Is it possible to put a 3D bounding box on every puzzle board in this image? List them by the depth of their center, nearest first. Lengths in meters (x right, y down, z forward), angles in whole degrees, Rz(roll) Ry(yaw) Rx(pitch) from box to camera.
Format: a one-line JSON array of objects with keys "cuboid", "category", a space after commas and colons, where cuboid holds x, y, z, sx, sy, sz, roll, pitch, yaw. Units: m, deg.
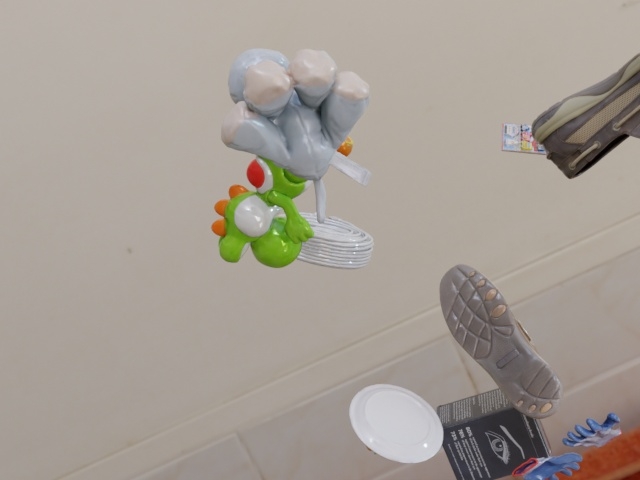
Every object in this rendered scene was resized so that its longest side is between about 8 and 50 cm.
[{"cuboid": [0.419, -0.210, 1.819, 0.128, 0.097, 0.011, -71, 165, -57], "category": "puzzle board"}]

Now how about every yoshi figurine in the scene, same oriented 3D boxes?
[{"cuboid": [-0.063, -0.087, 1.828, 0.203, 0.362, 0.203, 41, 17, 16], "category": "yoshi figurine"}]

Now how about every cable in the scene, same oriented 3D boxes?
[{"cuboid": [0.000, 0.000, 2.172, 0.257, 0.257, 0.089, 24, -74, 46], "category": "cable"}]

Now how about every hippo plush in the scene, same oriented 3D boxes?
[{"cuboid": [-0.035, -0.240, 1.534, 0.294, 0.234, 0.236, 37, 21, -34], "category": "hippo plush"}]

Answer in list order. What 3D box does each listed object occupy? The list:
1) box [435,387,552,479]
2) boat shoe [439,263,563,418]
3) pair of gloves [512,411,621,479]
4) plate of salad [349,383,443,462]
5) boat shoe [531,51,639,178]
[{"cuboid": [0.365, 0.410, 1.883, 0.108, 0.207, 0.153, -69, 138, -70], "category": "box"}, {"cuboid": [0.332, 0.191, 1.671, 0.324, 0.123, 0.116, 60, 9, 17], "category": "boat shoe"}, {"cuboid": [0.402, 0.338, 1.423, 0.159, 0.198, 0.023, 22, 33, -50], "category": "pair of gloves"}, {"cuboid": [0.151, 0.374, 1.805, 0.199, 0.200, 0.048, -112, -148, -46], "category": "plate of salad"}, {"cuboid": [0.488, -0.205, 1.327, 0.132, 0.355, 0.130, -20, 81, -47], "category": "boat shoe"}]
